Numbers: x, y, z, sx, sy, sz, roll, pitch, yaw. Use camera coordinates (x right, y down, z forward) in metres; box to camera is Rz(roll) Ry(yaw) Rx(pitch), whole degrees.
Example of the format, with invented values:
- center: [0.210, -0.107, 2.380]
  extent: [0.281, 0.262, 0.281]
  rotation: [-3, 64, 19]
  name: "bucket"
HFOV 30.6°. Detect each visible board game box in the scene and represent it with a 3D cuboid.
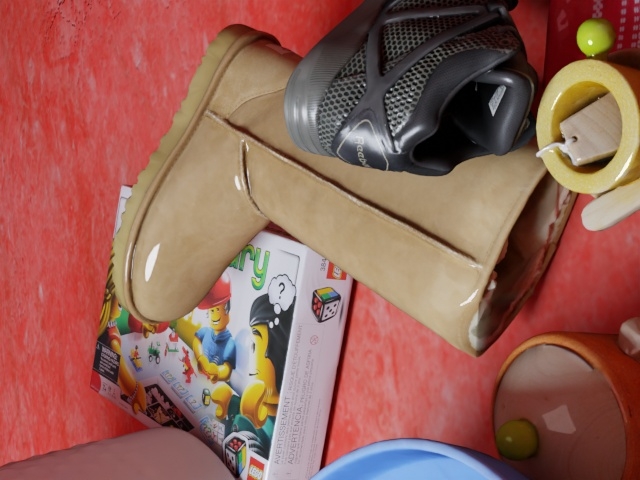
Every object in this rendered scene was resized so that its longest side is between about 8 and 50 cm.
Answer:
- center: [-0.092, 0.071, 0.960]
  extent: [0.305, 0.053, 0.193]
  rotation: [17, 99, 53]
  name: "board game box"

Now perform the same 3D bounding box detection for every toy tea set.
- center: [0.155, -0.006, 0.545]
  extent: [0.200, 0.124, 0.336]
  rotation: [-9, 87, 54]
  name: "toy tea set"

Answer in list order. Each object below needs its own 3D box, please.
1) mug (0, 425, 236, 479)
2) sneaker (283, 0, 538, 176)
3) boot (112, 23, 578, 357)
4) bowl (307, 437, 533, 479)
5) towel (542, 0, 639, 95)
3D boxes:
- center: [-0.224, 0.352, 0.847]
  extent: [0.276, 0.328, 0.374]
  rotation: [3, 100, 56]
  name: "mug"
- center: [0.092, -0.123, 0.671]
  extent: [0.130, 0.087, 0.227]
  rotation: [24, 62, 30]
  name: "sneaker"
- center: [0.000, 0.000, 0.752]
  extent: [0.269, 0.089, 0.236]
  rotation: [30, 106, 33]
  name: "boot"
- center: [0.031, 0.287, 0.509]
  extent: [0.391, 0.077, 0.391]
  rotation: [-45, 35, 43]
  name: "bowl"
- center: [0.221, -0.155, 0.586]
  extent: [0.275, 0.031, 0.199]
  rotation: [1, 87, 53]
  name: "towel"
